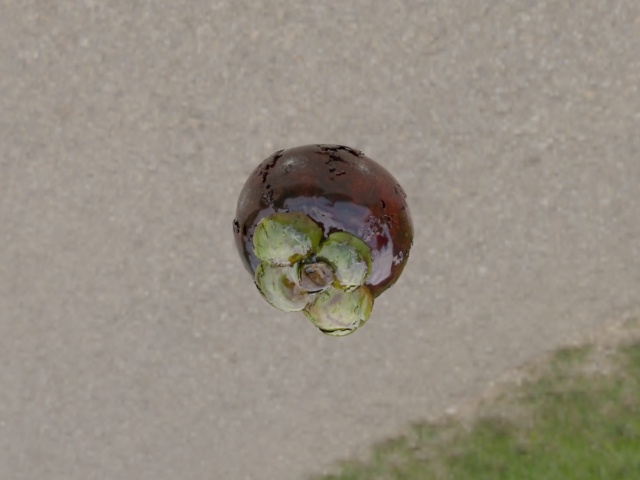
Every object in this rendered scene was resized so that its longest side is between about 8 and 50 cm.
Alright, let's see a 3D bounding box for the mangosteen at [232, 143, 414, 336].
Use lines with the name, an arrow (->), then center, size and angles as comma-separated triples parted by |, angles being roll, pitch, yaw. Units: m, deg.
mangosteen -> 0.000, 0.000, 1.095 | 0.166, 0.180, 0.166 | 5, 122, 7
